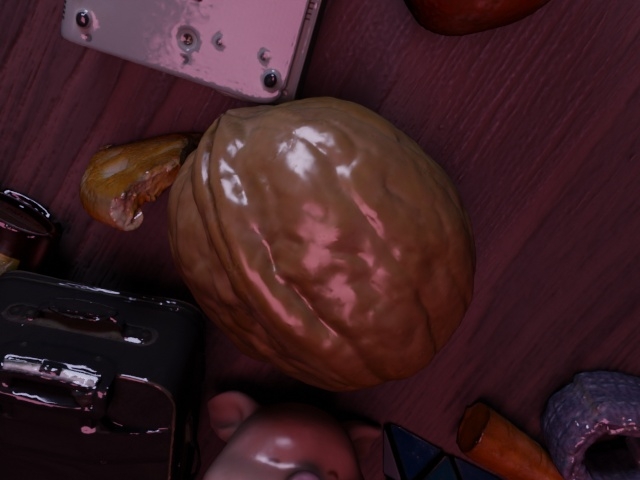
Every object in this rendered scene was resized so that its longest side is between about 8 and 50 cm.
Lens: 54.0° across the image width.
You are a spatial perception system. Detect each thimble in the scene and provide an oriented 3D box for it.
[{"bbox_3d":[0.357,0.242,0.771,0.150,0.098,0.150,2,112,5],"label":"thimble"}]

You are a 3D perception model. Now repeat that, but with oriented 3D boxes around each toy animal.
[{"bbox_3d":[-0.052,0.347,0.789,0.237,0.269,0.326,13,149,-8],"label":"toy animal"}]

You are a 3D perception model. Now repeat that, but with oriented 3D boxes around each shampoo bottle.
[{"bbox_3d":[-0.440,0.091,0.803,0.129,0.084,0.323,31,111,-4],"label":"shampoo bottle"}]

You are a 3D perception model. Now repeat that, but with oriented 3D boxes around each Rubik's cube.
[{"bbox_3d":[0.146,0.456,0.846,0.284,0.250,0.234,26,130,-9],"label":"Rubik's cube"}]

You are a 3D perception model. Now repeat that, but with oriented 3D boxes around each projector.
[{"bbox_3d":[-0.117,-0.262,0.625,0.250,0.108,0.198,18,112,-2],"label":"projector"}]

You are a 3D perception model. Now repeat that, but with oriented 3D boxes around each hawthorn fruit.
[{"bbox_3d":[0.158,-0.270,0.568,0.188,0.169,0.169,-8,110,5],"label":"hawthorn fruit"}]

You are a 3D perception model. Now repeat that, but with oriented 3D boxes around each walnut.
[{"bbox_3d":[-0.001,0.002,0.630,0.252,0.277,0.313,-47,109,-20],"label":"walnut"}]

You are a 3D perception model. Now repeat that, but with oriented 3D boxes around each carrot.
[{"bbox_3d":[0.268,0.293,0.816,0.205,0.072,0.072,37,110,-11],"label":"carrot"}]

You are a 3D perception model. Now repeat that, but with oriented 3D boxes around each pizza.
[{"bbox_3d":[-0.195,-0.076,0.702,0.161,0.182,0.063,-39,122,-23],"label":"pizza"}]

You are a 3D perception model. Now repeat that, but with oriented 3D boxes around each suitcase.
[{"bbox_3d":[-0.284,0.245,0.767,0.283,0.194,0.434,11,123,-1],"label":"suitcase"}]
